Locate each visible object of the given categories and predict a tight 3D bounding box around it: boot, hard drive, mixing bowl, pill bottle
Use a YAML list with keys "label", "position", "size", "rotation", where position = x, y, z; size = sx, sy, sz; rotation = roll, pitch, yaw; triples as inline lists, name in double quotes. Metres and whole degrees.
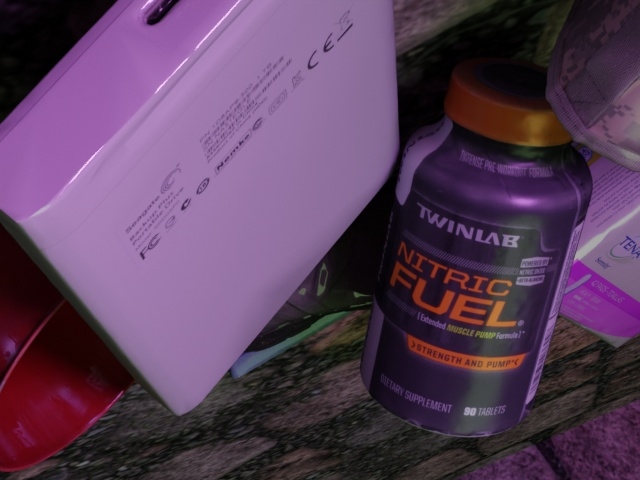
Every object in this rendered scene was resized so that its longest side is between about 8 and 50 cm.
- label: "boot"
  position: [0.000, 0.000, 0.969]
  size: [0.247, 0.083, 0.161]
  rotation: [-27, 154, 6]
- label: "hard drive"
  position: [-0.044, -0.042, 0.713]
  size: [0.233, 0.047, 0.353]
  rotation: [-50, 164, -13]
- label: "mixing bowl"
  position: [-0.168, 0.038, 0.796]
  size: [0.181, 0.098, 0.181]
  rotation: [-48, 162, -20]
- label: "pill bottle"
  position: [0.109, 0.002, 0.908]
  size: [0.130, 0.130, 0.245]
  rotation: [-10, 124, -33]

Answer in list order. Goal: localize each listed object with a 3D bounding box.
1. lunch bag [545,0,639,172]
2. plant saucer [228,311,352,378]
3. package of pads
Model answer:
- label: "lunch bag"
  position: [0.277, -0.157, 0.739]
  size: [0.287, 0.169, 0.235]
  rotation: [-11, 155, -43]
- label: "plant saucer"
  position: [-0.001, 0.038, 1.062]
  size: [0.192, 0.067, 0.018]
  rotation: [-29, 142, 3]
- label: "package of pads"
  position: [0.281, -0.027, 1.117]
  size: [0.229, 0.101, 0.296]
  rotation: [-39, 153, 15]
